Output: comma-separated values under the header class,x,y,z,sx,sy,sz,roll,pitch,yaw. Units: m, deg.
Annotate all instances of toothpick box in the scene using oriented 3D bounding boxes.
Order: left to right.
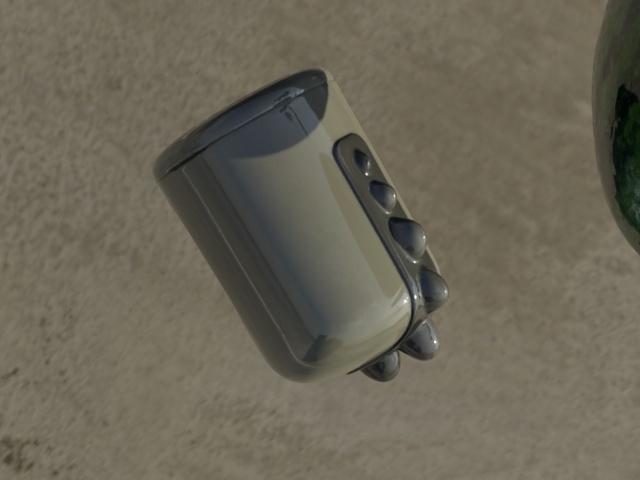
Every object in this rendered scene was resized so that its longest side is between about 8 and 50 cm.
class,x,y,z,sx,sy,sz,roll,pitch,yaw
toothpick box,0.000,0.000,1.470,0.229,0.229,0.316,-31,90,-33

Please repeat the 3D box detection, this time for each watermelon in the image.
class,x,y,z,sx,sy,sz,roll,pitch,yaw
watermelon,0.351,-0.164,1.235,0.292,0.283,0.250,-17,53,-28
